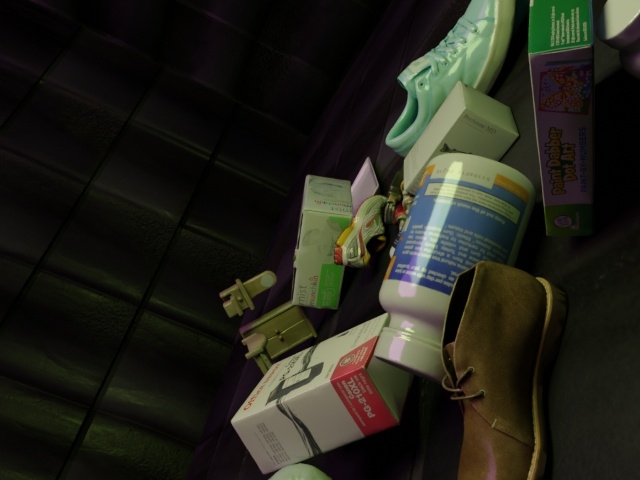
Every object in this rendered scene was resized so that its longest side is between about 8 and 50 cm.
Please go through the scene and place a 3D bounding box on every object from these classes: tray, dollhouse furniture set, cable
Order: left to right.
[{"bbox_3d":[-0.084,0.233,1.315,0.173,0.303,0.355,-29,10,-8],"label":"dollhouse furniture set"},{"bbox_3d":[0.123,-0.131,1.588,0.145,0.030,0.270,-61,12,20],"label":"tray"},{"bbox_3d":[0.202,-0.133,1.237,0.140,0.072,0.287,93,-160,-44],"label":"cable"}]

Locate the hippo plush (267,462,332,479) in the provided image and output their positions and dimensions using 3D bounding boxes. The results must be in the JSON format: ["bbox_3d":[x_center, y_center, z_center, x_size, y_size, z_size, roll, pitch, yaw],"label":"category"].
[{"bbox_3d":[0.004,0.417,0.714,0.236,0.234,0.294,-45,-59,-72],"label":"hippo plush"}]

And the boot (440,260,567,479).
[{"bbox_3d":[0.164,0.164,0.589,0.112,0.115,0.305,-39,30,62],"label":"boot"}]

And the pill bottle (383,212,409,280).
[{"bbox_3d":[0.170,0.006,0.928,0.169,0.094,0.094,-64,12,7],"label":"pill bottle"}]

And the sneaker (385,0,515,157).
[{"bbox_3d":[0.231,-0.312,1.065,0.135,0.150,0.366,-113,39,-62],"label":"sneaker"}]

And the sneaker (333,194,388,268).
[{"bbox_3d":[0.114,-0.015,1.290,0.225,0.092,0.088,-57,-27,-36],"label":"sneaker"}]

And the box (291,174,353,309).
[{"bbox_3d":[0.000,0.000,1.442,0.231,0.126,0.262,-90,8,-64],"label":"box"}]

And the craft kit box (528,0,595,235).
[{"bbox_3d":[0.262,-0.176,0.610,0.060,0.247,0.250,-3,51,27],"label":"craft kit box"}]

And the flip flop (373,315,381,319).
[{"bbox_3d":[0.059,0.245,0.982,0.277,0.080,0.112,-50,48,7],"label":"flip flop"}]

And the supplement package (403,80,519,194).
[{"bbox_3d":[0.229,-0.154,0.961,0.179,0.105,0.105,-58,13,38],"label":"supplement package"}]

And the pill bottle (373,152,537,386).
[{"bbox_3d":[0.165,0.040,0.734,0.272,0.152,0.152,-67,11,-11],"label":"pill bottle"}]

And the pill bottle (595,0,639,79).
[{"bbox_3d":[0.313,-0.161,0.476,0.086,0.152,0.086,-61,12,22],"label":"pill bottle"}]

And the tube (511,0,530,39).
[{"bbox_3d":[0.339,-0.384,1.093,0.080,0.052,0.207,-73,8,-54],"label":"tube"}]

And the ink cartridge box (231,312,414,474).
[{"bbox_3d":[0.009,0.225,0.851,0.237,0.100,0.172,-29,7,24],"label":"ink cartridge box"}]
